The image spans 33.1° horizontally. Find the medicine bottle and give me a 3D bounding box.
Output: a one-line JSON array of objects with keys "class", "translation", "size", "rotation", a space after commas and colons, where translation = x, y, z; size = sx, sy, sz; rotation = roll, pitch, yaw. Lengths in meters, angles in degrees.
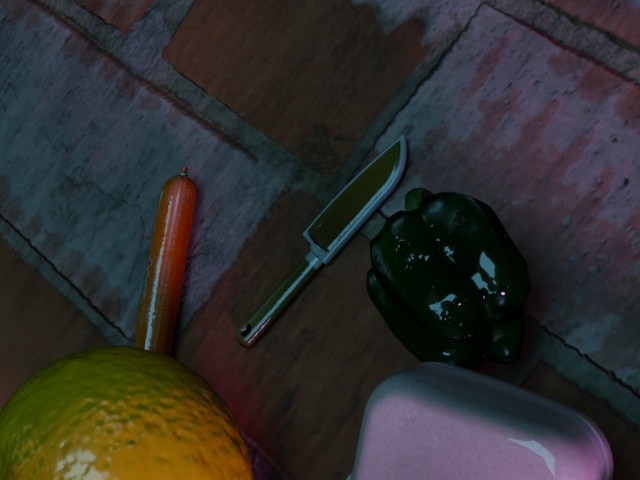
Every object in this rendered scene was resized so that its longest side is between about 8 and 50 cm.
[{"class": "medicine bottle", "translation": [0.138, 0.322, 1.064], "size": [0.282, 0.123, 0.375], "rotation": [17, 106, 38]}]

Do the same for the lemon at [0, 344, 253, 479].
[{"class": "lemon", "translation": [-0.232, 0.284, 1.253], "size": [0.336, 0.336, 0.336], "rotation": [-11, 68, 28]}]

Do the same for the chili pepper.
[{"class": "chili pepper", "translation": [0.131, 0.031, 1.208], "size": [0.165, 0.174, 0.261], "rotation": [-29, 45, -5]}]

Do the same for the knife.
[{"class": "knife", "translation": [-0.001, -0.001, 1.387], "size": [0.343, 0.027, 0.061], "rotation": [-48, 52, 8]}]

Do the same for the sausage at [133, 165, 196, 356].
[{"class": "sausage", "translation": [-0.216, 0.062, 1.476], "size": [0.053, 0.053, 0.347], "rotation": [-2, 72, 30]}]
